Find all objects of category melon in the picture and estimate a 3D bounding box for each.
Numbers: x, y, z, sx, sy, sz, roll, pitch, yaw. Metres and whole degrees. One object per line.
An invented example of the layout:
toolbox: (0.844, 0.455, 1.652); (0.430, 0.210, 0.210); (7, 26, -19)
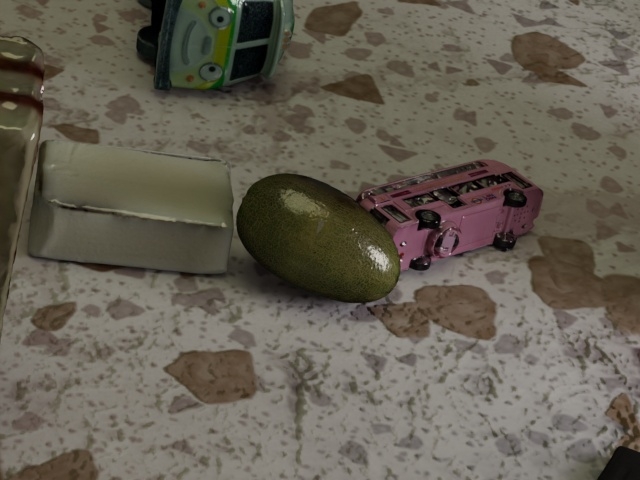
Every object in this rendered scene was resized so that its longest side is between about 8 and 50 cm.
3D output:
melon: (0.000, 0.000, 1.596); (0.162, 0.099, 0.099); (29, 35, -4)

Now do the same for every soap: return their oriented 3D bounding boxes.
soap: (-0.174, -0.032, 1.622); (0.183, 0.063, 0.121); (7, 34, -9)

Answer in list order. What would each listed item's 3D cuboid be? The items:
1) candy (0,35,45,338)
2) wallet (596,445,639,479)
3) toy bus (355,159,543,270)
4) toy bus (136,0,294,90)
candy: (-0.316, -0.002, 1.317); (0.180, 0.320, 0.135); (9, 38, -13)
wallet: (0.333, 0.249, 1.418); (0.244, 0.025, 0.124); (25, 36, 18)
toy bus: (0.122, -0.025, 1.707); (0.203, 0.063, 0.090); (-16, 41, -37)
toy bus: (-0.115, -0.279, 1.923); (0.165, 0.133, 0.276); (5, 36, -11)
